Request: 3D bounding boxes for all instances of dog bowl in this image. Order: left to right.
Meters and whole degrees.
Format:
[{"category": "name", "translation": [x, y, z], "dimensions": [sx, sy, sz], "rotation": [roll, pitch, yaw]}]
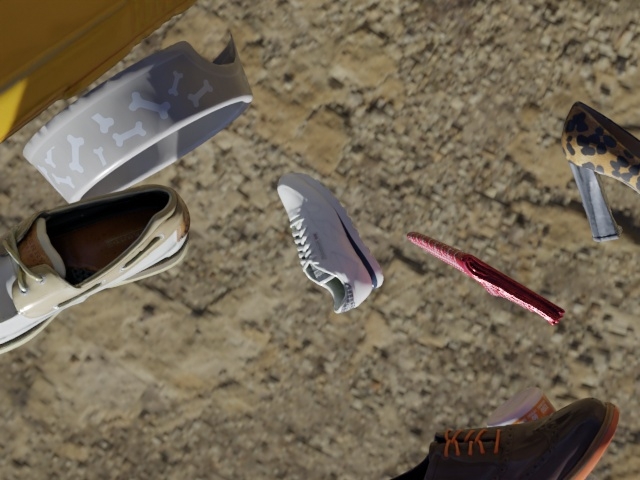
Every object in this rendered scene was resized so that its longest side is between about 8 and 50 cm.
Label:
[{"category": "dog bowl", "translation": [-0.249, -0.167, 1.746], "dimensions": [0.348, 0.348, 0.102], "rotation": [-31, 90, 39]}]

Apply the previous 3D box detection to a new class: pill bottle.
[{"category": "pill bottle", "translation": [0.408, 0.382, 2.193], "dimensions": [0.121, 0.121, 0.216], "rotation": [-36, 92, 40]}]

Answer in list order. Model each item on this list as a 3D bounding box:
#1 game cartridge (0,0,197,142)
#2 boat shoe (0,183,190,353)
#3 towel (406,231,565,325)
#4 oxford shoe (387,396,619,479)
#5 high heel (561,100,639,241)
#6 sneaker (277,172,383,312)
[{"category": "game cartridge", "translation": [-0.279, -0.135, 0.728], "dimensions": [0.285, 0.324, 0.053], "rotation": [27, 137, 20]}, {"category": "boat shoe", "translation": [-0.272, 0.020, 1.191], "dimensions": [0.113, 0.302, 0.103], "rotation": [58, 164, 17]}, {"category": "towel", "translation": [0.258, 0.056, 1.952], "dimensions": [0.198, 0.275, 0.031], "rotation": [31, 90, -17]}, {"category": "oxford shoe", "translation": [0.155, 0.214, 1.135], "dimensions": [0.271, 0.097, 0.098], "rotation": [-39, 100, 26]}, {"category": "high heel", "translation": [0.445, -0.116, 1.545], "dimensions": [0.261, 0.093, 0.186], "rotation": [-16, 104, 17]}, {"category": "sneaker", "translation": [0.000, 0.000, 1.904], "dimensions": [0.235, 0.094, 0.090], "rotation": [53, 154, -1]}]
